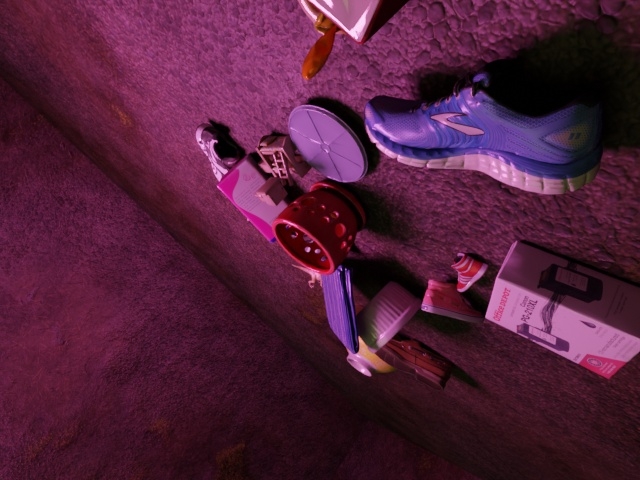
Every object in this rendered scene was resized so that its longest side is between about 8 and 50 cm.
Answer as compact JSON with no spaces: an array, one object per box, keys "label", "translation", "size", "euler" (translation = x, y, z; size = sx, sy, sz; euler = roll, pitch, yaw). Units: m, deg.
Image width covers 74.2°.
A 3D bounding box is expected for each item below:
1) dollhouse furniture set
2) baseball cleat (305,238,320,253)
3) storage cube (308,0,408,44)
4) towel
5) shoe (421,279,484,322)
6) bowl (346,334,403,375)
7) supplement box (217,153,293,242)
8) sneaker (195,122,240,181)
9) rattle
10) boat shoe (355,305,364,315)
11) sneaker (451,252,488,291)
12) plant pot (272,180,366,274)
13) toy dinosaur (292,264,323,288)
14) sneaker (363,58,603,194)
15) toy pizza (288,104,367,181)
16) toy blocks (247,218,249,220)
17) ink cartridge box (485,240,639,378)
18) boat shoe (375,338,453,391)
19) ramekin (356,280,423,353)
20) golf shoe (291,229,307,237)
[{"label":"dollhouse furniture set","translation":[-0.139,-0.176,1.019],"size":[0.182,0.161,0.101],"euler":[11,145,47]},{"label":"baseball cleat","translation":[0.000,0.000,1.279],"size":[0.206,0.072,0.109],"euler":[7,128,45]},{"label":"storage cube","translation":[0.052,-0.343,0.378],"size":[0.215,0.193,0.183],"euler":[41,157,-2]},{"label":"towel","translation":[0.054,0.178,1.264],"size":[0.336,0.040,0.243],"euler":[-166,68,-80]},{"label":"shoe","translation":[0.333,0.148,1.036],"size":[0.178,0.081,0.063],"euler":[15,177,-18]},{"label":"bowl","translation":[0.192,0.431,1.652],"size":[0.289,0.156,0.289],"euler":[33,156,17]},{"label":"supplement box","translation":[-0.169,-0.119,1.187],"size":[0.220,0.111,0.114],"euler":[48,-171,-21]},{"label":"sneaker","translation":[-0.270,-0.228,1.228],"size":[0.106,0.078,0.234],"euler":[23,150,39]},{"label":"rattle","translation":[-0.029,-0.350,0.568],"size":[0.130,0.143,0.200],"euler":[44,172,43]},{"label":"boat shoe","translation":[0.176,0.285,1.541],"size":[0.135,0.050,0.045],"euler":[27,149,27]},{"label":"sneaker","translation":[0.314,0.069,0.938],"size":[0.067,0.042,0.118],"euler":[31,149,9]},{"label":"plant pot","translation":[0.005,-0.039,1.036],"size":[0.191,0.174,0.191],"euler":[33,157,16]},{"label":"toy dinosaur","translation":[-0.016,0.132,1.572],"size":[0.183,0.053,0.092],"euler":[22,137,21]},{"label":"sneaker","translation":[0.206,-0.177,0.579],"size":[0.330,0.130,0.147],"euler":[19,136,34]},{"label":"toy pizza","translation":[0.018,-0.205,0.893],"size":[0.201,0.032,0.201],"euler":[31,156,16]},{"label":"toy blocks","translation":[-0.178,-0.052,1.432],"size":[0.148,0.054,0.123],"euler":[38,167,3]},{"label":"ink cartridge box","translation":[0.441,0.124,0.772],"size":[0.237,0.100,0.172],"euler":[26,154,28]},{"label":"boat shoe","translation":[0.308,0.400,1.480],"size":[0.307,0.104,0.111],"euler":[29,153,16]},{"label":"ramekin","translation":[0.182,0.210,1.206],"size":[0.109,0.207,0.207],"euler":[45,158,10]},{"label":"golf shoe","translation":[-0.090,-0.048,1.316],"size":[0.198,0.077,0.094],"euler":[28,167,41]}]
